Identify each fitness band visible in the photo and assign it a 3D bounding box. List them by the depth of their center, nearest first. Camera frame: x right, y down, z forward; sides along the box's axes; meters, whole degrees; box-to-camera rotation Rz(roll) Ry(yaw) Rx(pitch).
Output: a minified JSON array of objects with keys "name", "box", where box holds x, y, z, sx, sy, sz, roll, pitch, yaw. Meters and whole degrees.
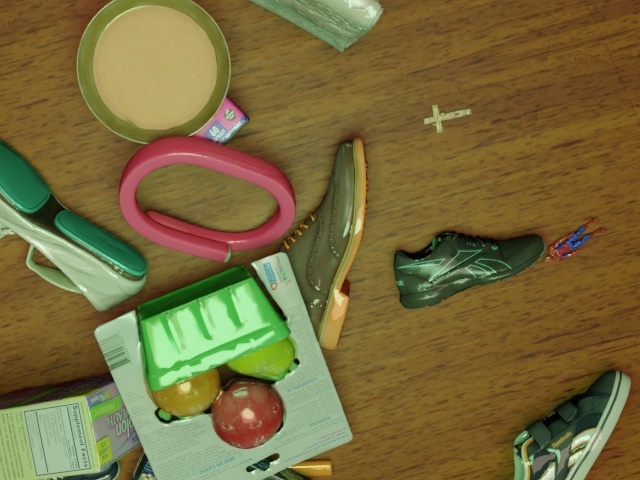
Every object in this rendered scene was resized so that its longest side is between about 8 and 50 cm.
[{"name":"fitness band","box":[-0.181,-0.063,1.674,0.291,0.054,0.209,17,132,-24]}]

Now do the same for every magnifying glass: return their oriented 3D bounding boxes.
[{"name":"magnifying glass","box":[-0.096,0.404,1.820,0.231,0.026,0.092,-2,97,-5]}]

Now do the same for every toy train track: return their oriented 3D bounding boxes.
[{"name":"toy train track","box":[0.218,-0.212,1.775,0.083,0.014,0.048,-13,98,-3]}]

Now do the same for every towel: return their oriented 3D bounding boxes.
[{"name":"towel","box":[-0.073,-0.402,1.580,0.332,0.317,0.053,29,89,-6]}]

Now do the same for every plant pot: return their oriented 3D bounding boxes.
[{"name":"plant pot","box":[-0.257,-0.268,1.612,0.236,0.032,0.236,0,96,-3]}]

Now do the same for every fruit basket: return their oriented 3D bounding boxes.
[{"name":"fruit basket","box":[-0.150,0.231,1.679,0.327,0.165,0.353,-23,112,-9]}]

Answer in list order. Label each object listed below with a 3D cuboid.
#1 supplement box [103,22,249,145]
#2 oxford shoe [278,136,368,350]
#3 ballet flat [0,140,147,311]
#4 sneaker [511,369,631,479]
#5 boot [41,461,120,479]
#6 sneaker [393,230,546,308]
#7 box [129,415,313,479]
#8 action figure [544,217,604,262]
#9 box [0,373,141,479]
[{"name":"supplement box","box":[-0.231,-0.236,1.690,0.220,0.114,0.111,44,93,-6]},{"name":"oxford shoe","box":[0.000,0.000,1.730,0.133,0.130,0.363,11,96,0]},{"name":"ballet flat","box":[-0.470,-0.022,1.699,0.400,0.139,0.139,39,92,-8]},{"name":"sneaker","box":[0.415,0.348,1.800,0.127,0.126,0.321,30,84,8]},{"name":"boot","box":[-0.438,0.383,1.750,0.190,0.086,0.069,-6,66,-5]},{"name":"sneaker","box":[0.252,0.030,1.764,0.267,0.101,0.106,-19,95,-2]},{"name":"box","box":[-0.200,0.485,1.776,0.296,0.073,0.293,24,97,0]},{"name":"action figure","box":[0.439,0.005,1.812,0.115,0.030,0.038,-34,103,2]},{"name":"box","box":[-0.425,0.297,1.653,0.243,0.213,0.117,-10,91,14]}]
